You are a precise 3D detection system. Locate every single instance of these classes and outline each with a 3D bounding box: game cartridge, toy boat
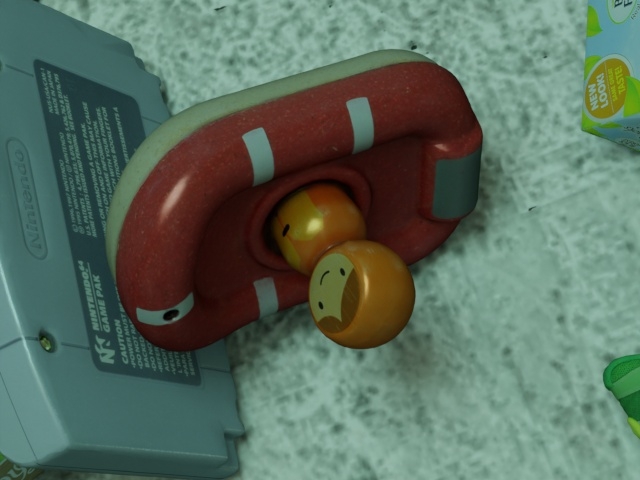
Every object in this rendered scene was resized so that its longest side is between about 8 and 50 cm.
[{"bbox_3d":[-0.146,-0.004,0.880,0.062,0.198,0.297,-28,65,30],"label":"game cartridge"},{"bbox_3d":[0.000,0.000,0.828,0.231,0.151,0.151,-19,49,-16],"label":"toy boat"}]

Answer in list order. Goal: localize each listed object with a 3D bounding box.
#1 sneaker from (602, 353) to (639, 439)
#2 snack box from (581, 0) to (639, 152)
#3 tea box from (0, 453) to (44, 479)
[{"bbox_3d":[0.264,-0.005,0.810,0.123,0.109,0.295,37,86,19],"label":"sneaker"},{"bbox_3d":[0.246,-0.154,0.828,0.207,0.070,0.174,-17,63,51],"label":"snack box"},{"bbox_3d":[-0.381,0.091,0.835,0.329,0.323,0.220,-42,53,1],"label":"tea box"}]
